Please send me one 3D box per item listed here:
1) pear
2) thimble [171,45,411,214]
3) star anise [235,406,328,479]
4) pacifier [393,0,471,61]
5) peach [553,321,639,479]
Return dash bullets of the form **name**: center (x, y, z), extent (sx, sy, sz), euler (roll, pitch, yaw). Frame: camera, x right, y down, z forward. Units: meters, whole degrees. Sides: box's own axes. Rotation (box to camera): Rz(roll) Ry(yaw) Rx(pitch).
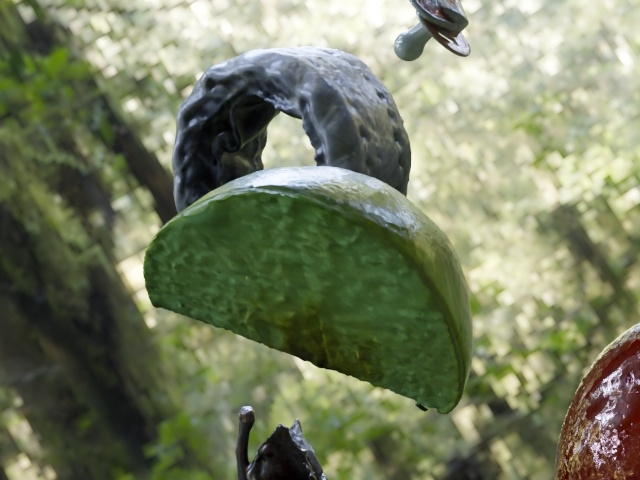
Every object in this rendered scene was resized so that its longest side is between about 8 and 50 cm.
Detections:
- **pear**: center (0.005, -0.002, 1.492), extent (0.239, 0.288, 0.139), euler (88, -155, -63)
- **thimble**: center (-0.033, -0.068, 1.812), extent (0.217, 0.245, 0.157), euler (9, 9, 29)
- **star anise**: center (-0.033, 0.276, 1.923), extent (0.089, 0.231, 0.209), euler (-25, 0, 10)
- **pacifier**: center (0.094, -0.197, 1.679), extent (0.081, 0.099, 0.078), euler (27, -57, -33)
- **peach**: center (0.336, 0.215, 1.631), extent (0.362, 0.257, 0.201), euler (85, -152, -57)
